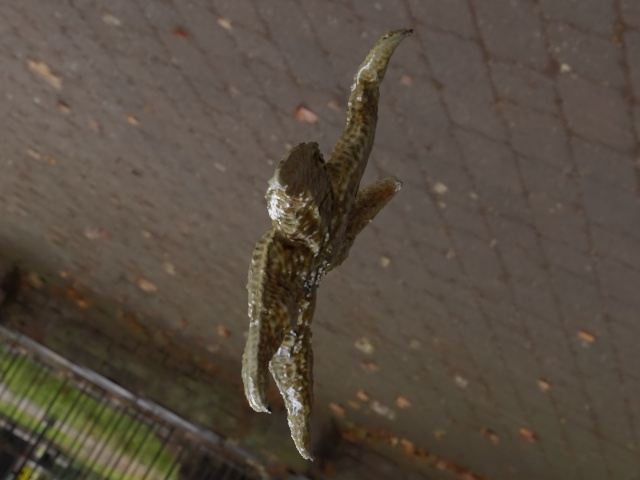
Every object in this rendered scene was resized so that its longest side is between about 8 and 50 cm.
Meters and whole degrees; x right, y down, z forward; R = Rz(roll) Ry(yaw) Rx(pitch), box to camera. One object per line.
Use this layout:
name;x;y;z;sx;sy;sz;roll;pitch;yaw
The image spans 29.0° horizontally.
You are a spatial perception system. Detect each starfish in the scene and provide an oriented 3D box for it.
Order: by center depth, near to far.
starfish;0.000;0.000;0.746;0.062;0.277;0.236;18;-174;12
